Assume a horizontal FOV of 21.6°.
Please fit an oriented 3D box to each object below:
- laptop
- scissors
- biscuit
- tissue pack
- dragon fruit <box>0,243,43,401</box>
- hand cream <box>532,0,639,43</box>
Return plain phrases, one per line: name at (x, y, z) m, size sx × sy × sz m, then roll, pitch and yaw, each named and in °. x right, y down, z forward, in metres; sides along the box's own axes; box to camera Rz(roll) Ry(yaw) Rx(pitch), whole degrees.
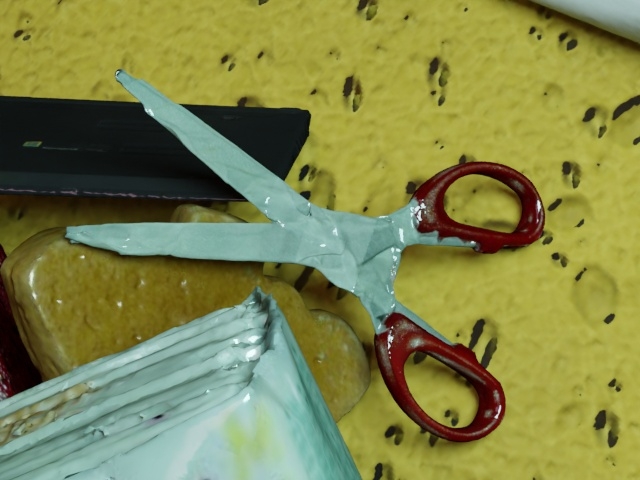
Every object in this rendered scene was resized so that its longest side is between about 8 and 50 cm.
laptop at (-0.109, -0.050, 0.871) m, size 0.197 × 0.135 × 0.016 m, roll 1°, pitch 112°, yaw 7°
scissors at (0.000, 0.000, 0.803) m, size 0.247 × 0.017 × 0.144 m, roll 21°, pitch 74°, yaw -27°
biscuit at (-0.069, 0.099, 0.792) m, size 0.041 × 0.212 × 0.239 m, roll -8°, pitch 67°, yaw 47°
tissue pack at (-0.068, 0.253, 0.673) m, size 0.287 × 0.162 × 0.388 m, roll -23°, pitch 103°, yaw 5°
dragon fruit at (-0.190, 0.102, 0.846) m, size 0.189 × 0.163 × 0.262 m, roll -40°, pitch 68°, yaw 28°
hand cream at (0.137, -0.172, 0.895) m, size 0.336 × 0.076 × 0.121 m, roll 31°, pitch 81°, yaw 25°
